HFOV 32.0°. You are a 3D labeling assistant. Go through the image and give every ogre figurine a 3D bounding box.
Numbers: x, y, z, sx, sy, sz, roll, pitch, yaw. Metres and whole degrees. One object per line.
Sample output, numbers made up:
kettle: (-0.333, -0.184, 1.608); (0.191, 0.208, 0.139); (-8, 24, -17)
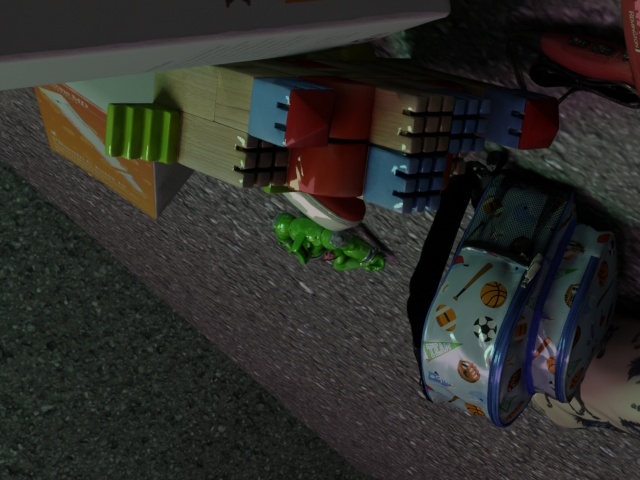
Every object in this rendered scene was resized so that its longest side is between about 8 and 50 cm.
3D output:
ogre figurine: (0.000, 0.000, 1.782); (0.197, 0.097, 0.118); (37, 178, 32)

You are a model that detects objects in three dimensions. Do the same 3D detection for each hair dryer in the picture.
hair dryer: (0.257, -0.140, 0.959); (0.224, 0.080, 0.293); (31, 163, 10)

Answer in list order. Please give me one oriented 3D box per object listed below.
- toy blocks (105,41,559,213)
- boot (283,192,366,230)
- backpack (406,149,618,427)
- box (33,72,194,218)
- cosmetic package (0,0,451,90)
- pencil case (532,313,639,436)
toy blocks: (0.037, -0.105, 1.027); (0.381, 0.190, 0.261); (-7, -159, -41)
boot: (0.010, -0.145, 1.231); (0.176, 0.088, 0.244); (-36, 84, 30)
backpack: (0.226, 0.085, 1.308); (0.213, 0.263, 0.276); (24, 158, 32)
box: (-0.282, -0.200, 1.651); (0.215, 0.168, 0.345); (34, 162, 4)
cosmetic package: (-0.147, -0.236, 0.788); (0.161, 0.453, 0.230); (-1, 100, 62)
pencil case: (0.444, 0.185, 1.344); (0.183, 0.160, 0.410); (34, 166, -31)
